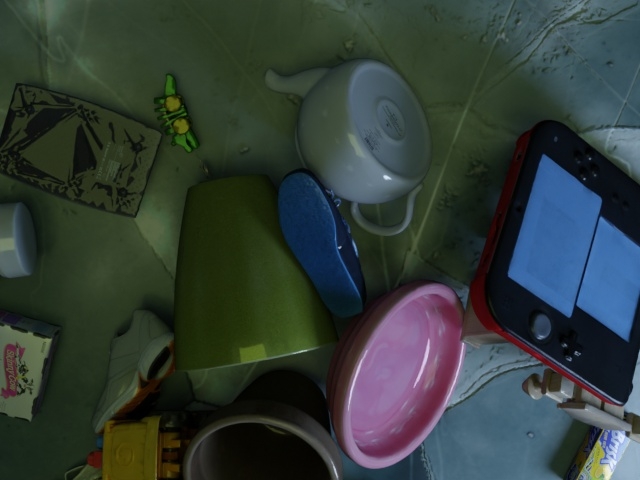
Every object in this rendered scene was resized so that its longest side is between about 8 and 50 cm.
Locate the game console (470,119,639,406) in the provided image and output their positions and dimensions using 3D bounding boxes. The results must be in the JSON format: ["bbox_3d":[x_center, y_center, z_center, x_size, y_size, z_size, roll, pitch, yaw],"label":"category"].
[{"bbox_3d":[0.417,0.029,1.657,0.342,0.060,0.386,31,64,-19],"label":"game console"}]

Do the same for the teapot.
[{"bbox_3d":[0.050,-0.158,1.674,0.187,0.252,0.256,-24,62,39],"label":"teapot"}]

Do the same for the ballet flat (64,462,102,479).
[{"bbox_3d":[-0.462,0.455,1.866,0.168,0.057,0.052,-34,73,2],"label":"ballet flat"}]

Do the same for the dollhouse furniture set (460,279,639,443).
[{"bbox_3d":[0.434,0.163,1.809,0.355,0.174,0.303,29,65,-34],"label":"dollhouse furniture set"}]

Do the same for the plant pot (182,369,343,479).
[{"bbox_3d":[-0.079,0.338,1.736,0.263,0.229,0.263,4,118,8],"label":"plant pot"}]

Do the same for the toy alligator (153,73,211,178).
[{"bbox_3d":[-0.240,-0.185,1.725,0.051,0.056,0.190,-19,102,3],"label":"toy alligator"}]

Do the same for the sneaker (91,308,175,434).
[{"bbox_3d":[-0.337,0.229,1.805,0.121,0.099,0.262,48,114,25],"label":"sneaker"}]

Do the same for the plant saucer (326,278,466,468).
[{"bbox_3d":[0.121,0.217,1.728,0.084,0.332,0.332,23,104,38],"label":"plant saucer"}]

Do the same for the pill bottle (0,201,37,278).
[{"bbox_3d":[-0.637,0.015,1.702,0.301,0.169,0.169,-7,102,0],"label":"pill bottle"}]

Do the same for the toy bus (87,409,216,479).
[{"bbox_3d":[-0.290,0.372,1.792,0.211,0.220,0.149,-5,80,29],"label":"toy bus"}]

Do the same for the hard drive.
[{"bbox_3d":[-0.407,-0.153,1.729,0.254,0.054,0.172,19,101,-5],"label":"hard drive"}]

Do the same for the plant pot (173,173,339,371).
[{"bbox_3d":[-0.129,0.046,1.691,0.274,0.275,0.294,-10,88,1],"label":"plant pot"}]

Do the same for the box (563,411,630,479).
[{"bbox_3d":[0.510,0.387,1.866,0.059,0.054,0.169,23,100,-6],"label":"box"}]

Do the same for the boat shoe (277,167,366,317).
[{"bbox_3d":[0.000,0.000,1.629,0.109,0.089,0.258,-9,114,19],"label":"boat shoe"}]

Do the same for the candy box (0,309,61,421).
[{"bbox_3d":[-0.573,0.208,1.793,0.196,0.070,0.165,16,101,-4],"label":"candy box"}]
